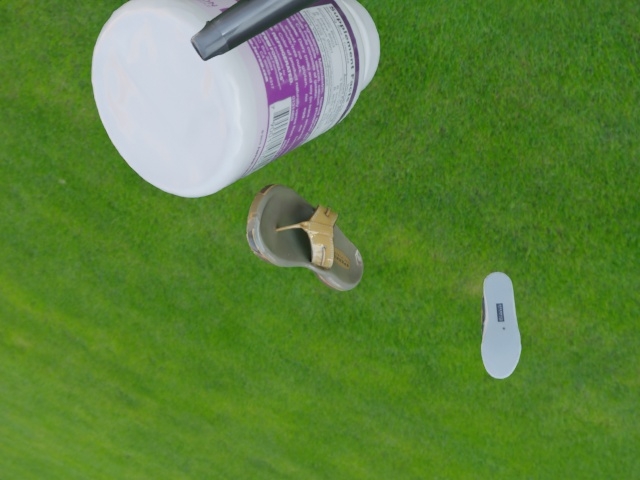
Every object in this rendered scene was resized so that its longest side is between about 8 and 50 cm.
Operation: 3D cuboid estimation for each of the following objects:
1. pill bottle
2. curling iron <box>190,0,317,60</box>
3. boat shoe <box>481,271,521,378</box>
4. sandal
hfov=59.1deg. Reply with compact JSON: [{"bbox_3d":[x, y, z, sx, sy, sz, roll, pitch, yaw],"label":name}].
[{"bbox_3d":[-0.058,-0.172,0.570,0.169,0.301,0.169,15,122,25],"label":"pill bottle"},{"bbox_3d":[0.037,-0.192,0.330,0.035,0.274,0.068,56,-179,18],"label":"curling iron"},{"bbox_3d":[0.319,0.151,1.002,0.065,0.183,0.083,0,167,16],"label":"boat shoe"},{"bbox_3d":[0.000,0.000,0.515,0.049,0.072,0.180,-6,156,34],"label":"sandal"}]
